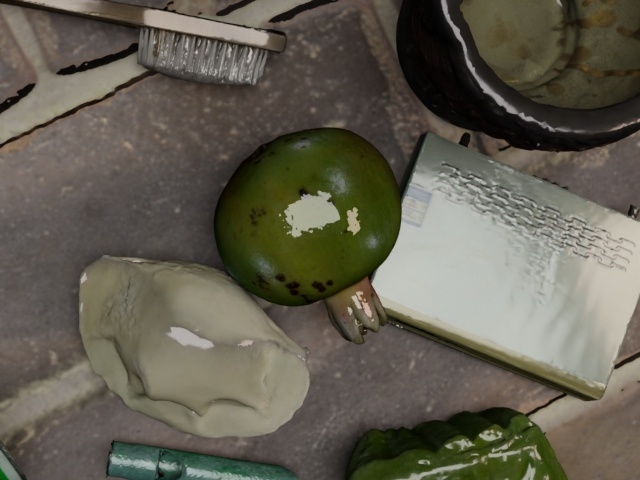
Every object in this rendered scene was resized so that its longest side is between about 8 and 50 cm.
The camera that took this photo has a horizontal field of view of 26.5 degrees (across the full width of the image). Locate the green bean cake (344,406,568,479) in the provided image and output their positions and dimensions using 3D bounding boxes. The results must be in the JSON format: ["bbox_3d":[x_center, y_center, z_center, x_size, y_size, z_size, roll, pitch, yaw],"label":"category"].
[{"bbox_3d":[0.138,0.290,1.313,0.222,0.125,0.248,-15,92,-10],"label":"green bean cake"}]

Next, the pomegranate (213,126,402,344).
[{"bbox_3d":[0.000,0.000,1.270,0.180,0.180,0.210,-31,97,-9],"label":"pomegranate"}]

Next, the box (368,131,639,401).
[{"bbox_3d":[0.193,0.022,1.367,0.270,0.045,0.211,21,85,-9],"label":"box"}]

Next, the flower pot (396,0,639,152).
[{"bbox_3d":[0.191,-0.207,1.260,0.266,0.267,0.267,0,88,-12],"label":"flower pot"}]

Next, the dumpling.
[{"bbox_3d":[-0.132,0.106,1.280,0.215,0.126,0.166,18,113,-23],"label":"dumpling"}]

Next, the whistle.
[{"bbox_3d":[-0.112,0.225,1.313,0.186,0.039,0.039,11,87,-10],"label":"whistle"}]

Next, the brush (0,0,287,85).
[{"bbox_3d":[-0.197,-0.200,1.295,0.327,0.070,0.065,11,97,-9],"label":"brush"}]

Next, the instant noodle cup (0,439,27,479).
[{"bbox_3d":[-0.389,0.237,1.198,0.232,0.207,0.207,-38,96,-18],"label":"instant noodle cup"}]
